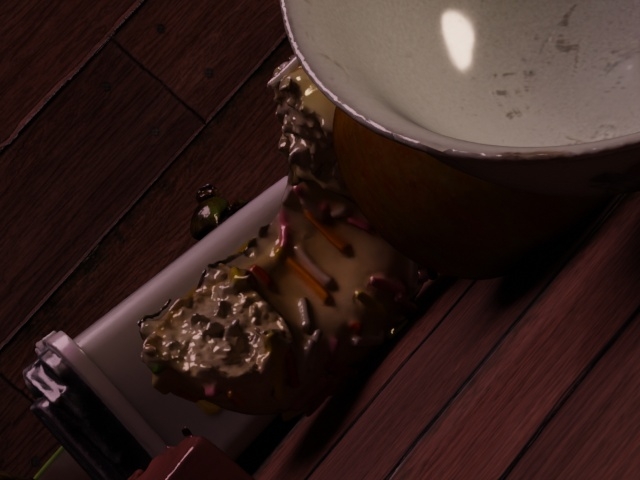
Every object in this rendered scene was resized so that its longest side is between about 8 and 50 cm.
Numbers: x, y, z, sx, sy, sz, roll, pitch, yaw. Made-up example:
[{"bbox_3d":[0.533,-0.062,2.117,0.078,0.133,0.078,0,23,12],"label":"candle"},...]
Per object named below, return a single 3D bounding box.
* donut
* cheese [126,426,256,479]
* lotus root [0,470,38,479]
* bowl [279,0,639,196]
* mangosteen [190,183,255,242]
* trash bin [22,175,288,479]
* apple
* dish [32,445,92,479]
[{"bbox_3d":[0.000,0.008,1.795,0.307,0.150,0.371,10,-69,-61],"label":"donut"},{"bbox_3d":[-0.145,0.276,1.584,0.177,0.128,0.203,-50,7,-30],"label":"cheese"},{"bbox_3d":[-0.391,0.398,2.054,0.314,0.210,0.142,-52,36,-13],"label":"lotus root"},{"bbox_3d":[0.205,-0.169,1.325,0.435,0.435,0.196,-49,-38,-17],"label":"bowl"},{"bbox_3d":[-0.082,0.030,2.460,0.216,0.216,0.216,-47,5,6],"label":"mangosteen"},{"bbox_3d":[-0.126,0.118,2.068,0.367,0.256,0.296,-43,2,-14],"label":"trash bin"},{"bbox_3d":[0.131,-0.106,1.562,0.264,0.264,0.264,-47,5,6],"label":"apple"},{"bbox_3d":[-0.256,0.275,2.576,0.324,0.124,0.324,-47,-2,-2],"label":"dish"}]
